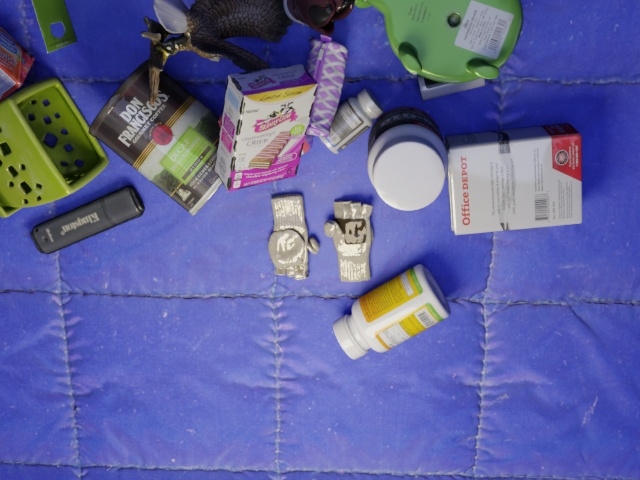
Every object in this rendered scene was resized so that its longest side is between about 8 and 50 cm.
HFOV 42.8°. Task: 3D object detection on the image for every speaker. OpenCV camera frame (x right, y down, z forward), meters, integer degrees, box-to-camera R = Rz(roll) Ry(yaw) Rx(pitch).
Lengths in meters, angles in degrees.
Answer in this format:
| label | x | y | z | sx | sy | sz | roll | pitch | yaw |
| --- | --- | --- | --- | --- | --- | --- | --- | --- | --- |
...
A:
| label | x | y | z | sx | sy | sz | roll | pitch | yaw |
| --- | --- | --- | --- | --- | --- | --- | --- | --- | --- |
| speaker | 0.274 | -0.334 | 1.708 | 0.136 | 0.055 | 0.055 | -12 | 108 | 8 |

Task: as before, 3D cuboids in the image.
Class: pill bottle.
| label | x | y | z | sx | sy | sz | roll | pitch | yaw |
| --- | --- | --- | --- | --- | --- | --- | --- | --- | --- |
| pill bottle | 0.063 | -0.255 | 1.736 | 0.137 | 0.078 | 0.078 | -38 | 103 | 15 |
| pill bottle | 0.157 | 0.169 | 1.849 | 0.246 | 0.136 | 0.136 | -31 | 105 | 14 |
| pill bottle | 0.175 | -0.168 | 1.651 | 0.161 | 0.283 | 0.161 | 1 | 110 | 3 |

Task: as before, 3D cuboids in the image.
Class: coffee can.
| label | x | y | z | sx | sy | sz | roll | pitch | yaw |
| --- | --- | --- | --- | --- | --- | --- | --- | --- | --- |
| coffee can | -0.312 | -0.214 | 1.711 | 0.275 | 0.201 | 0.201 | 39 | 107 | -10 |

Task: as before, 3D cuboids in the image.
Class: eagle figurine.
| label | x | y | z | sx | sy | sz | roll | pitch | yaw |
| --- | --- | --- | --- | --- | --- | --- | --- | --- | --- |
| eagle figurine | -0.192 | -0.396 | 1.612 | 0.298 | 0.225 | 0.226 | -3 | 114 | -1 |

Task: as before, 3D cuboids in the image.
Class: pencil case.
| label | x | y | z | sx | sy | sz | roll | pitch | yaw |
| --- | --- | --- | --- | --- | --- | --- | --- | --- | --- |
| pencil case | 0.001 | -0.316 | 1.682 | 0.086 | 0.088 | 0.206 | 10 | 88 | 6 |

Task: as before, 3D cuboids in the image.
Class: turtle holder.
| label | x | y | z | sx | sy | sz | roll | pitch | yaw |
| --- | --- | --- | --- | --- | --- | --- | --- | --- | --- |
| turtle holder | 0.222 | -0.429 | 1.586 | 0.320 | 0.227 | 0.243 | -10 | 110 | 8 |

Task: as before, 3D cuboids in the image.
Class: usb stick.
| label | x | y | z | sx | sy | sz | roll | pitch | yaw |
| --- | --- | --- | --- | --- | --- | --- | --- | --- | --- |
| usb stick | -0.533 | -0.045 | 1.867 | 0.278 | 0.045 | 0.077 | -21 | 107 | 11 |

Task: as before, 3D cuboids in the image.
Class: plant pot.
| label | x | y | z | sx | sy | sz | roll | pitch | yaw |
| --- | --- | --- | --- | --- | --- | --- | --- | --- | --- |
| plant pot | -0.624 | -0.188 | 1.734 | 0.207 | 0.227 | 0.228 | -23 | 107 | 17 |

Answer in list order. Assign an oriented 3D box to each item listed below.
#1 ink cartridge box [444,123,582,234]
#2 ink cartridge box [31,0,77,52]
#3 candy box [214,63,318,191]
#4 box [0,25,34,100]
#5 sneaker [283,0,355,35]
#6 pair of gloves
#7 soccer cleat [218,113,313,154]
| label | x | y | z | sx | sy | sz | roll | pitch | yaw |
| --- | --- | --- | --- | --- | --- | --- | --- | --- | --- |
| ink cartridge box | 0.406 | -0.131 | 1.738 | 0.273 | 0.114 | 0.197 | -5 | 110 | 5 |
| ink cartridge box | -0.508 | -0.520 | 1.623 | 0.097 | 0.189 | 0.255 | -9 | 110 | 5 |
| candy box | -0.107 | -0.213 | 1.561 | 0.159 | 0.071 | 0.233 | -16 | 141 | -28 |
| box | -0.733 | -0.326 | 1.679 | 0.257 | 0.122 | 0.128 | -29 | 124 | 21 |
| sneaker | 0.016 | -0.521 | 1.547 | 0.106 | 0.162 | 0.281 | -25 | 141 | -28 |
| pair of gloves | 0.000 | 0.000 | 1.851 | 0.240 | 0.042 | 0.204 | 4 | 110 | 3 |
| soccer cleat | -0.097 | -0.230 | 1.689 | 0.095 | 0.248 | 0.083 | -31 | 62 | 41 |
